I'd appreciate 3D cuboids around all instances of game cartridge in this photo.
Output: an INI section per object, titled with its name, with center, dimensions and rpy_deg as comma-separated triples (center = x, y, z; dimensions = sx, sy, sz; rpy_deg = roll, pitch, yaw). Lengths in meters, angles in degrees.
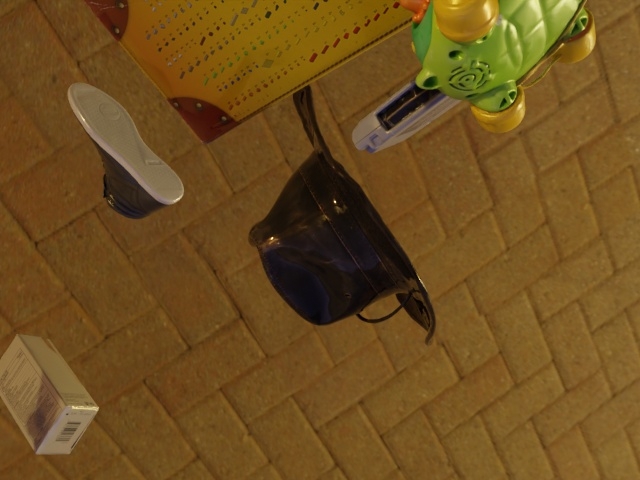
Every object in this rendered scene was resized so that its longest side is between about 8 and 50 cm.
[game cartridge]
center = 0.197, -0.239, 1.087
dimensions = 0.294, 0.196, 0.060
rpy_deg = -34, 84, 32

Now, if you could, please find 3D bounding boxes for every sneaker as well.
[sneaker]
center = -0.410, -0.160, 1.406
dimensions = 0.295, 0.104, 0.147
rpy_deg = 50, 131, -6

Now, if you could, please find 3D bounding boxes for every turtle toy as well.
[turtle toy]
center = 0.088, -0.119, 0.332
dimensions = 0.130, 0.066, 0.095
rpy_deg = -45, 145, -2

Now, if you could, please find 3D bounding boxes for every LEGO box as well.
[LEGO box]
center = 0.076, -0.341, 0.641
dimensions = 0.500, 0.372, 0.193
rpy_deg = -21, 117, 38

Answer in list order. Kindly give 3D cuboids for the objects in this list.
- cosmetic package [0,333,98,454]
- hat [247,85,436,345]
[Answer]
[cosmetic package]
center = -0.273, 0.150, 0.707
dimensions = 0.060, 0.115, 0.041
rpy_deg = -55, 145, 8
[hat]
center = 0.000, 0.000, 0.770
dimensions = 0.134, 0.331, 0.331
rpy_deg = -28, 120, 2
